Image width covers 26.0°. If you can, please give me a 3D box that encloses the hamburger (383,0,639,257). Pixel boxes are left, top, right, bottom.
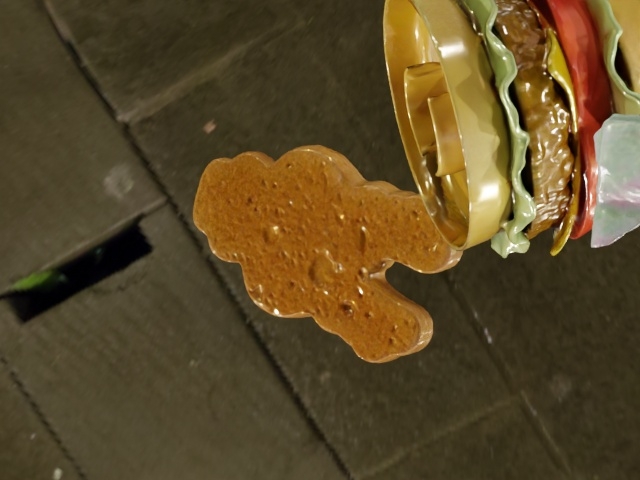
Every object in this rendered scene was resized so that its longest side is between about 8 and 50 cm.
[{"bbox_3d":[0.185,-0.126,1.170,0.212,0.274,0.274,-14,105,-7],"label":"hamburger"}]

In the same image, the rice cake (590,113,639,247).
[{"bbox_3d":[0.282,-0.019,0.734,0.290,0.051,0.081,7,89,22],"label":"rice cake"}]

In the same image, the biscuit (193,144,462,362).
[{"bbox_3d":[0.000,0.000,1.538,0.334,0.047,0.202,23,105,28],"label":"biscuit"}]
